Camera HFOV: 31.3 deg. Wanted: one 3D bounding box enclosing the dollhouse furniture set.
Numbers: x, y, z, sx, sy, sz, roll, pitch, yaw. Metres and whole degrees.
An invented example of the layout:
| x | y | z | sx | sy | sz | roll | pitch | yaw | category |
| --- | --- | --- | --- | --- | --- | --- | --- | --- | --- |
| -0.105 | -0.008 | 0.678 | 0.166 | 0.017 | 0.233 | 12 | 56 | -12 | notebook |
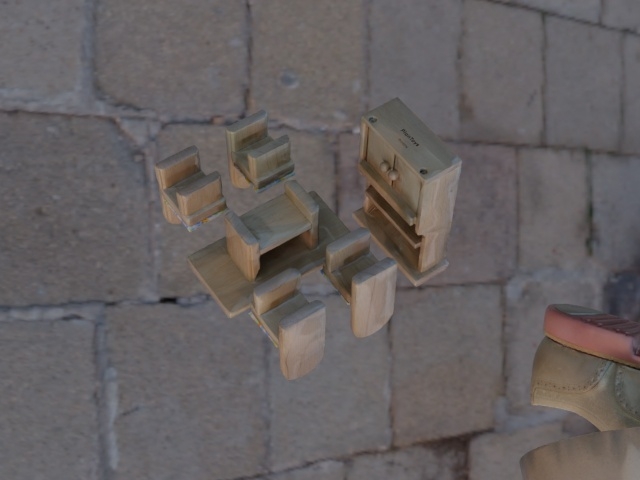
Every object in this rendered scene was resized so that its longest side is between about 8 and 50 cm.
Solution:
| x | y | z | sx | sy | sz | roll | pitch | yaw | category |
| --- | --- | --- | --- | --- | --- | --- | --- | --- | --- |
| 0.000 | 0.000 | 1.063 | 0.242 | 0.212 | 0.161 | -29 | 149 | -20 | dollhouse furniture set |

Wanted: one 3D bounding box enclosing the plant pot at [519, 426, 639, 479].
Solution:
| x | y | z | sx | sy | sz | roll | pitch | yaw | category |
| --- | --- | --- | --- | --- | --- | --- | --- | --- | --- |
| 0.338 | 0.343 | 1.117 | 0.256 | 0.256 | 0.274 | 22 | 57 | -43 | plant pot |

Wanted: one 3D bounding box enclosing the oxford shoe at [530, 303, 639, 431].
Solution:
| x | y | z | sx | sy | sz | roll | pitch | yaw | category |
| --- | --- | --- | --- | --- | --- | --- | --- | --- | --- |
| 0.430 | 0.204 | 1.333 | 0.140 | 0.397 | 0.146 | 1 | 108 | -52 | oxford shoe |
